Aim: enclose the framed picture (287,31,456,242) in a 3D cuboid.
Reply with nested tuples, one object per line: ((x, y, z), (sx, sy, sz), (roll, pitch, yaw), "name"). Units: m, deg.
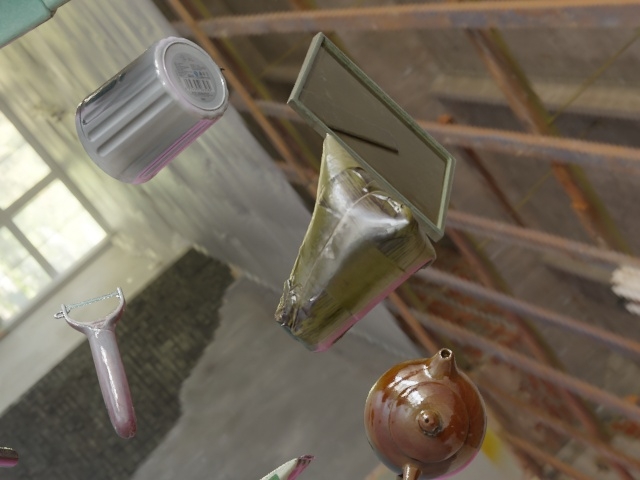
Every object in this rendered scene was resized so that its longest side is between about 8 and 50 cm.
((0.122, -0.229, 2.400), (0.446, 0.028, 0.326), (42, 33, -16), "framed picture")

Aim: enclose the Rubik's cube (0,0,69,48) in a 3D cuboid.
((-0.507, -0.479, 1.655), (0.322, 0.315, 0.319), (56, 12, -22), "Rubik's cube")

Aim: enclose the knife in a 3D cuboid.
((-0.360, 0.199, 1.827), (0.053, 0.123, 0.278), (78, -9, -55), "knife")

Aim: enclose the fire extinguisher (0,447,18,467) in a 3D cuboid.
((-0.410, 0.260, 1.366), (0.046, 0.032, 0.100), (54, -1, 16), "fire extinguisher")

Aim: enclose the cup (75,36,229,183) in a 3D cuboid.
((-0.268, -0.230, 1.741), (0.166, 0.202, 0.221), (-1, 65, -51), "cup")

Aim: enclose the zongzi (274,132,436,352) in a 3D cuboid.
((0.000, 0.000, 1.797), (0.300, 0.274, 0.145), (49, 1, 34), "zongzi")

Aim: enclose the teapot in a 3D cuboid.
((0.143, 0.276, 1.579), (0.178, 0.252, 0.135), (16, -7, 7), "teapot")

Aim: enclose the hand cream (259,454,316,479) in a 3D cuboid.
((-0.124, 0.486, 2.064), (0.059, 0.276, 0.095), (51, 5, 19), "hand cream")
